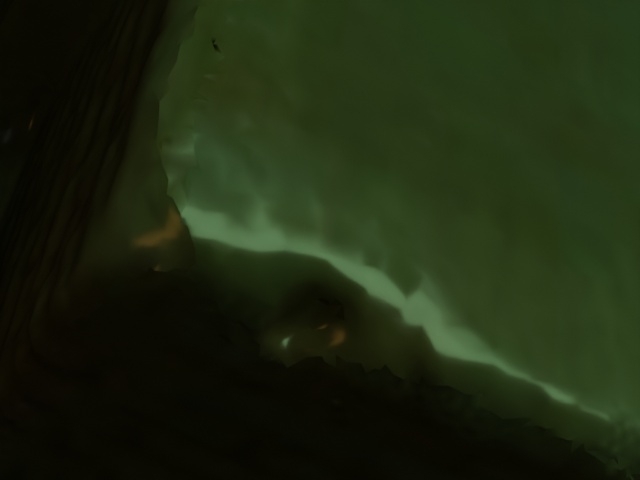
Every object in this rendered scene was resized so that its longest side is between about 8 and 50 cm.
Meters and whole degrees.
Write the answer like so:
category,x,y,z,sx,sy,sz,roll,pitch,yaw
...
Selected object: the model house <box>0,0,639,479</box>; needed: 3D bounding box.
category,x,y,z,sx,sy,sz,roll,pitch,yaw
model house,0.000,0.000,0.700,0.335,0.342,0.382,27,46,-15
